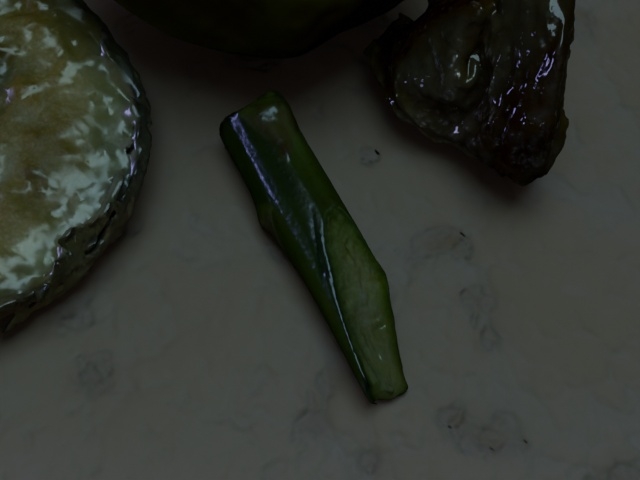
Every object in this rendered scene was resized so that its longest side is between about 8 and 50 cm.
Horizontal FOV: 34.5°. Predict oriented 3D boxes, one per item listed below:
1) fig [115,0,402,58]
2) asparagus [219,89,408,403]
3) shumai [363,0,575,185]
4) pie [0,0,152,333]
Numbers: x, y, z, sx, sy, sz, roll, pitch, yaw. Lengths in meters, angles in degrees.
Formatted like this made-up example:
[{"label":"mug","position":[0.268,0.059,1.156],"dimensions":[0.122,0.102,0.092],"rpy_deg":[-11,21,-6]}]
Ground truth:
[{"label":"fig","position":[-0.048,-0.229,0.553],"dimensions":[0.239,0.239,0.271],"rpy_deg":[-26,44,-19]},{"label":"asparagus","position":[0.000,0.000,0.531],"dimensions":[0.045,0.041,0.178],"rpy_deg":[-25,66,-10]},{"label":"shumai","position":[0.089,-0.096,0.556],"dimensions":[0.105,0.123,0.139],"rpy_deg":[-27,79,-8]},{"label":"pie","position":[-0.221,-0.059,0.533],"dimensions":[0.274,0.055,0.274],"rpy_deg":[2,60,-4]}]
